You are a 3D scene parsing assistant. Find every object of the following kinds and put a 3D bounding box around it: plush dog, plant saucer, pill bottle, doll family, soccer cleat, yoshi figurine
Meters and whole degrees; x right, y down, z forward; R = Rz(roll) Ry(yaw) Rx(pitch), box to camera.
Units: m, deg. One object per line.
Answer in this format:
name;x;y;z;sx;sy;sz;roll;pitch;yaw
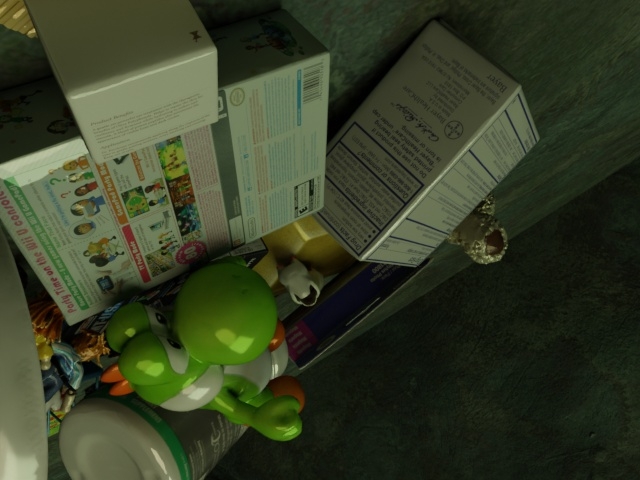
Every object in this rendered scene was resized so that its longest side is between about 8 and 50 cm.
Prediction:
plush dog;0.284;-0.069;1.188;0.211;0.262;0.225;-7;168;30
plant saucer;0.000;0.000;1.101;0.333;0.080;0.332;-17;158;-36
pill bottle;-0.207;0.250;0.923;0.204;0.204;0.361;-41;179;31
doll family;-0.346;0.144;0.695;0.163;0.119;0.262;-43;137;-37
soccer cleat;-0.028;0.085;1.026;0.068;0.076;0.196;-32;163;4
yoshi figurine;-0.097;0.128;0.697;0.202;0.204;0.362;-68;160;-12

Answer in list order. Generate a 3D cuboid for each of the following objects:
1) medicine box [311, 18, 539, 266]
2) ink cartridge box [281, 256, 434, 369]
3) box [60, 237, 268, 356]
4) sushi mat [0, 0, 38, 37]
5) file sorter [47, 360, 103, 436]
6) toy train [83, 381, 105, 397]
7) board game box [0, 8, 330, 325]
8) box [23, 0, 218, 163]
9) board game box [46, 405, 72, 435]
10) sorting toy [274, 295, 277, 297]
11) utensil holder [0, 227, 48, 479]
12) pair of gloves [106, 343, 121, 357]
medicine box;0.147;-0.112;0.824;0.289;0.149;0.264;-48;159;14
ink cartridge box;0.047;0.117;1.194;0.324;0.071;0.330;-38;-179;-9
box;-0.273;0.088;0.907;0.294;0.073;0.295;-10;155;-47
sushi mat;-0.106;-0.244;0.347;0.317;0.019;0.151;-34;164;12
file sorter;-0.456;0.250;0.916;0.170;0.118;0.104;-8;111;-50
toy train;-0.464;0.316;1.288;0.158;0.036;0.027;-34;162;11
board game box;-0.145;-0.069;0.565;0.304;0.097;0.224;-26;147;-20
box;-0.138;-0.130;0.412;0.101;0.101;0.087;-24;164;-17
board game box;-0.592;0.383;1.253;0.092;0.043;0.181;-24;162;-18
sorting toy;-0.210;0.215;1.240;0.257;0.089;0.255;-33;176;10
utensil holder;-0.425;0.121;0.347;0.386;0.327;0.327;-7;151;-46
pair of gloves;-0.318;0.168;0.935;0.074;0.010;0.083;-25;162;-7
